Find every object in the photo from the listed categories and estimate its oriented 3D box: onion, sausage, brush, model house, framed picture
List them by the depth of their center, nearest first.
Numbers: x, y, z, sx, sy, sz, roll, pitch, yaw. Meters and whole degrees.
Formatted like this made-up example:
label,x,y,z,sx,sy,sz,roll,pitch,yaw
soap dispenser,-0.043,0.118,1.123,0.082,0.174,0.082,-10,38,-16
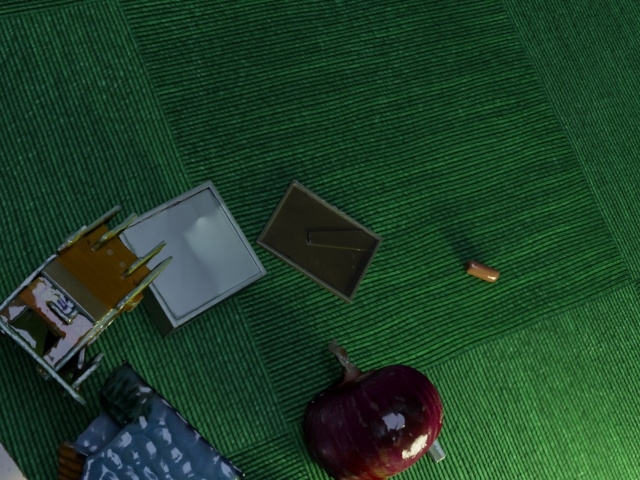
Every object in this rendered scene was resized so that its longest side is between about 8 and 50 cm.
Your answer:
label,x,y,z,sx,sy,sz,roll,pitch,yaw
model house,-0.340,0.438,1.580,0.297,0.360,0.339,41,75,6
model house,-0.400,0.114,1.636,0.242,0.358,0.313,46,72,-1
onion,0.110,0.363,1.834,0.272,0.230,0.256,41,63,-13
brush,0.210,0.394,1.975,0.033,0.030,0.178,-24,72,-20
framed picture,0.000,0.000,2.026,0.250,0.016,0.184,32,63,-10
sausage,0.375,0.071,2.143,0.083,0.034,0.034,22,66,-14

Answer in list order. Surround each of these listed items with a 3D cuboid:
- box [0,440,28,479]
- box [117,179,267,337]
label,x,y,z,sx,sy,sz,roll,pitch,yaw
box,-0.565,0.370,1.546,0.071,0.240,0.159,-37,89,-27
box,-0.270,0.039,1.847,0.225,0.117,0.225,-30,86,-27
